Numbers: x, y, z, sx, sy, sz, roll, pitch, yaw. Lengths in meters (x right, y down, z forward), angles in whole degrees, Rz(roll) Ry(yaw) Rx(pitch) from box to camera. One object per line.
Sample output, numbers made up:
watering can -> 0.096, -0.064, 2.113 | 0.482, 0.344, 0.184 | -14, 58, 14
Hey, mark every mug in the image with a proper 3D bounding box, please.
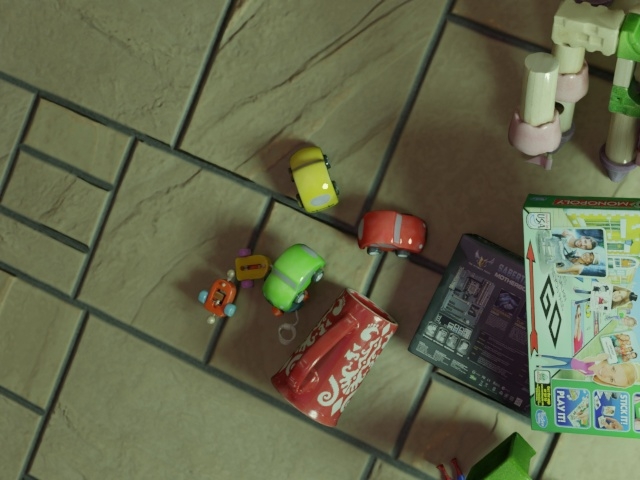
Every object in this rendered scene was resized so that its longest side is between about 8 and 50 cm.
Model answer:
mug -> 0.025, 0.163, 1.803 | 0.113, 0.150, 0.169 | 35, 96, -8

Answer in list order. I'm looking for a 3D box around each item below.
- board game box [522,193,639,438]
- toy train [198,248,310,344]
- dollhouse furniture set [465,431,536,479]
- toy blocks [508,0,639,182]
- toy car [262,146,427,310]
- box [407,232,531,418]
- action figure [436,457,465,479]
board game box -> 0.363, 0.098, 1.604 | 0.213, 0.046, 0.317 | 2, 115, 20
toy train -> -0.090, 0.082, 1.896 | 0.166, 0.046, 0.125 | 22, 97, 22
dollhouse furniture set -> 0.208, 0.428, 1.704 | 0.301, 0.151, 0.197 | -43, 87, 14
toy blocks -> 0.414, -0.173, 1.659 | 0.289, 0.260, 0.309 | 15, 49, 18
toy car -> 0.000, 0.000, 1.829 | 0.239, 0.053, 0.225 | 37, 83, 17
box -> 0.259, 0.120, 1.759 | 0.233, 0.059, 0.183 | 27, 101, 18
action figure -> 0.197, 0.359, 1.795 | 0.038, 0.030, 0.115 | -28, 82, 14
